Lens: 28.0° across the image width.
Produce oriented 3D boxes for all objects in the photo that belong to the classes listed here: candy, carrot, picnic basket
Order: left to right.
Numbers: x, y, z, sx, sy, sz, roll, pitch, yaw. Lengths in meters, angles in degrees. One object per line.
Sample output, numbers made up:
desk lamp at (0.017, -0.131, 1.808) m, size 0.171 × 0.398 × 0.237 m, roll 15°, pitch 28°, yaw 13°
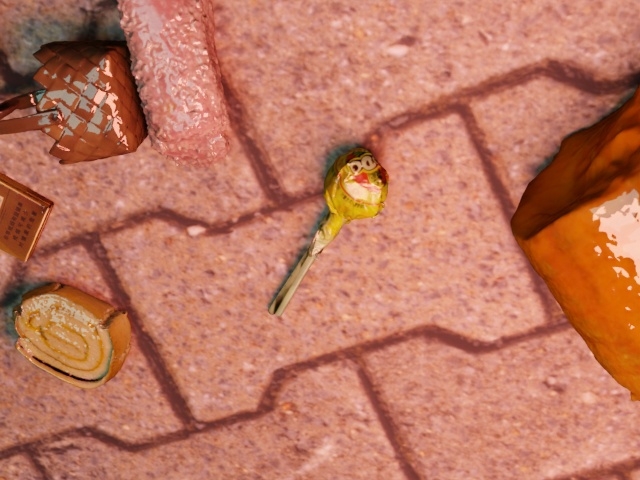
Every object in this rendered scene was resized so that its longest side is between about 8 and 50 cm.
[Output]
picnic basket at (-0.294, -0.156, 1.452) m, size 0.178 × 0.128 × 0.137 m, roll -5°, pitch 109°, yaw 14°
candy at (0.002, -0.001, 1.492) m, size 0.073 × 0.077 × 0.262 m, roll 18°, pitch 128°, yaw -18°
carrot at (0.354, 0.016, 1.306) m, size 0.241 × 0.241 × 0.340 m, roll -33°, pitch 100°, yaw 25°

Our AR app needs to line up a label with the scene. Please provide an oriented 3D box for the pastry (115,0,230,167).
pastry at (-0.160, -0.193, 1.413) m, size 0.103 × 0.112 × 0.265 m, roll -7°, pitch 112°, yaw 9°

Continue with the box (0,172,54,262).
box at (-0.405, -0.040, 1.594) m, size 0.133 × 0.023 × 0.090 m, roll 28°, pitch 116°, yaw 1°

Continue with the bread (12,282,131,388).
bread at (-0.316, 0.116, 1.619) m, size 0.156 × 0.064 × 0.117 m, roll 29°, pitch 113°, yaw 1°
